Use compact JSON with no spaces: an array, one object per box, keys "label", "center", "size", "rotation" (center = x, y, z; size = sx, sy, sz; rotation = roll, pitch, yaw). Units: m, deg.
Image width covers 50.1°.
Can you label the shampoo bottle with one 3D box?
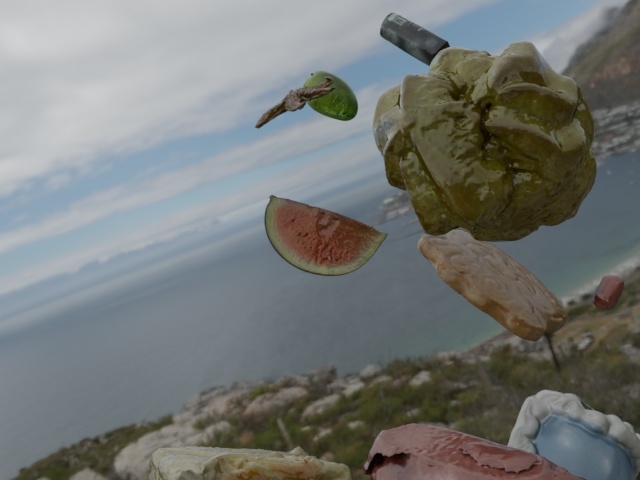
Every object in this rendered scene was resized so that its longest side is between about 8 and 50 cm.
[{"label":"shampoo bottle","center":[0.217,-0.399,1.399],"size":[0.057,0.208,0.063],"rotation":[-49,-24,-11]}]

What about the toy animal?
[{"label":"toy animal","center":[0.375,0.330,0.986],"size":[0.156,0.208,0.204],"rotation":[6,46,42]}]

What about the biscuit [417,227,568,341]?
[{"label":"biscuit","center":[0.422,0.084,1.662],"size":[0.365,0.385,0.062],"rotation":[-8,-47,-55]}]

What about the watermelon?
[{"label":"watermelon","center":[-0.004,0.013,1.699],"size":[0.304,0.159,0.128],"rotation":[17,-11,0]}]

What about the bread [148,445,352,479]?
[{"label":"bread","center":[-0.136,0.574,1.262],"size":[0.390,0.371,0.279],"rotation":[12,-13,-25]}]

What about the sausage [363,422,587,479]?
[{"label":"sausage","center":[0.175,0.294,0.754],"size":[0.280,0.152,0.152],"rotation":[6,19,37]}]

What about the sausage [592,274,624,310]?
[{"label":"sausage","center":[0.703,0.127,1.666],"size":[0.094,0.054,0.059],"rotation":[-58,-16,-17]}]

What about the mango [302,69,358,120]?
[{"label":"mango","center":[0.031,-0.405,1.941],"size":[0.119,0.178,0.100],"rotation":[-50,-10,5]}]

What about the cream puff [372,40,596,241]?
[{"label":"cream puff","center":[0.248,-0.141,1.005],"size":[0.274,0.323,0.270],"rotation":[-37,-4,36]}]

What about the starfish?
[{"label":"starfish","center":[-0.058,-0.331,1.616],"size":[0.240,0.043,0.227],"rotation":[-37,17,-15]}]
